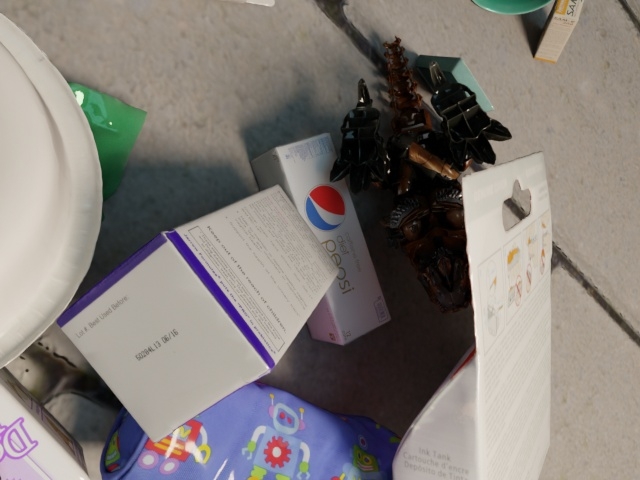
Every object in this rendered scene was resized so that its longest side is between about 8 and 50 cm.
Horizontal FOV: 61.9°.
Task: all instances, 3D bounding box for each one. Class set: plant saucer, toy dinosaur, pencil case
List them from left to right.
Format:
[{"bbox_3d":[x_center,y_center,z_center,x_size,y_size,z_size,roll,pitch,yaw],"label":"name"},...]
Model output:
[{"bbox_3d":[-0.048,0.201,0.515,0.306,0.119,0.133,28,60,-24],"label":"pencil case"},{"bbox_3d":[0.106,-0.082,0.614,0.164,0.218,0.322,-34,71,7],"label":"toy dinosaur"},{"bbox_3d":[0.152,-0.189,0.637,0.018,0.192,0.067,-37,108,11],"label":"plant saucer"}]

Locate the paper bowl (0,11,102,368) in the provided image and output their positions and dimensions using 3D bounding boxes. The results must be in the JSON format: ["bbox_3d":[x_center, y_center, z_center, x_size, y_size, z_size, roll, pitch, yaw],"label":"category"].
[{"bbox_3d":[-0.269,-0.037,0.292,0.284,0.148,0.284,12,71,-39],"label":"paper bowl"}]

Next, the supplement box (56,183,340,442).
[{"bbox_3d":[-0.077,0.040,0.440,0.114,0.111,0.220,53,20,-4],"label":"supplement box"}]

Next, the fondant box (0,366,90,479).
[{"bbox_3d":[-0.362,0.131,0.357,0.238,0.096,0.330,-42,107,-25],"label":"fondant box"}]

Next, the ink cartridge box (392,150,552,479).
[{"bbox_3d":[0.167,0.112,0.552,0.308,0.091,0.385,-21,108,-55],"label":"ink cartridge box"}]

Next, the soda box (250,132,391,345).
[{"bbox_3d":[0.000,0.000,0.582,0.069,0.074,0.216,-21,96,-29],"label":"soda box"}]

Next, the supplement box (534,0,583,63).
[{"bbox_3d":[0.356,-0.322,0.795,0.036,0.098,0.062,18,75,11],"label":"supplement box"}]

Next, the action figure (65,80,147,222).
[{"bbox_3d":[-0.239,-0.023,0.455,0.137,0.063,0.232,14,75,-30],"label":"action figure"}]

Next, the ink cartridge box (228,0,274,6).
[{"bbox_3d":[-0.122,-0.312,0.546,0.181,0.061,0.104,-6,89,-30],"label":"ink cartridge box"}]

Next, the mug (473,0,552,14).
[{"bbox_3d":[0.283,-0.391,0.741,0.157,0.129,0.097,16,76,-25],"label":"mug"}]
